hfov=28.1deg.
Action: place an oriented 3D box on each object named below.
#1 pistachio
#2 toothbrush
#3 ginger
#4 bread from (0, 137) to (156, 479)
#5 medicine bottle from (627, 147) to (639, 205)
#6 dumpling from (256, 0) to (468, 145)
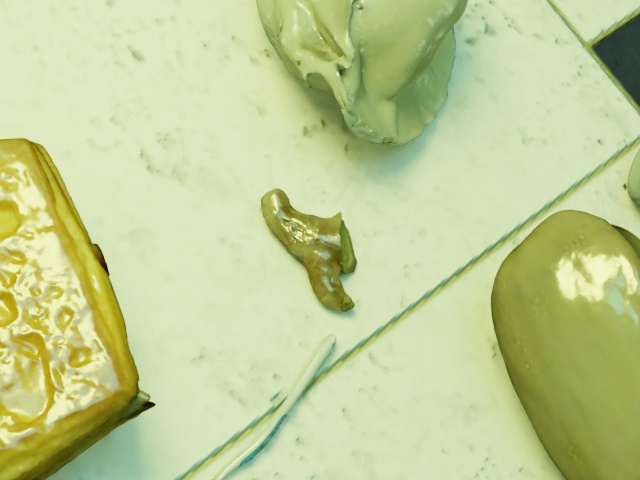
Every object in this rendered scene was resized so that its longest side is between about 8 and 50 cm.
[{"bbox_3d":[0.189,0.080,0.827,0.129,0.131,0.206,-19,81,-16],"label":"pistachio"},{"bbox_3d":[-0.036,0.118,0.800,0.017,0.014,0.162,30,62,11],"label":"toothbrush"},{"bbox_3d":[0.001,0.000,0.850,0.048,0.030,0.097,-32,83,-25],"label":"ginger"},{"bbox_3d":[-0.229,0.063,0.715,0.235,0.099,0.211,-22,75,-19],"label":"bread"},{"bbox_3d":[0.341,-0.029,0.964,0.220,0.061,0.092,21,45,-11],"label":"medicine bottle"},{"bbox_3d":[0.044,-0.171,0.897,0.172,0.142,0.247,33,48,-43],"label":"dumpling"}]
